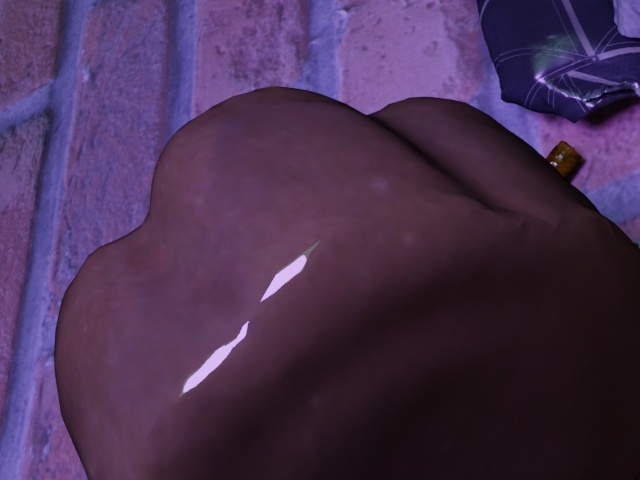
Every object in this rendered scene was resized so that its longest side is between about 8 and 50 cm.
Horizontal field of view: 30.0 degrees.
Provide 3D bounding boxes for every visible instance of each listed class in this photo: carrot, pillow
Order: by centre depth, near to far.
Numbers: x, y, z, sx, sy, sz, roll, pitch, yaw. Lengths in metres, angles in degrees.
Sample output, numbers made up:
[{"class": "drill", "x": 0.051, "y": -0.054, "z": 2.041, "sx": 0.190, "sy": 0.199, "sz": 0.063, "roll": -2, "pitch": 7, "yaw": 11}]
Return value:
[{"class": "carrot", "x": 0.202, "y": -0.029, "z": 1.199, "sx": 0.171, "sy": 0.042, "sz": 0.042, "roll": -51, "pitch": 41, "yaw": -1}, {"class": "pillow", "x": 0.248, "y": -0.250, "z": 1.276, "sx": 0.161, "sy": 0.092, "sz": 0.335, "roll": -24, "pitch": 48, "yaw": 21}]

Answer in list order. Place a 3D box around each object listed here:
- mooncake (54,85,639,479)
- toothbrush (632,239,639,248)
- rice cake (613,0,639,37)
[{"class": "mooncake", "x": 0.032, "y": 0.112, "z": 0.943, "sx": 0.467, "sy": 0.467, "sz": 0.262, "roll": -48, "pitch": 40, "yaw": 4}, {"class": "toothbrush", "x": 0.253, "y": 0.032, "z": 1.117, "sx": 0.418, "sy": 0.040, "sz": 0.042, "roll": -34, "pitch": 23, "yaw": 24}, {"class": "rice cake", "x": 0.338, "y": -0.284, "z": 1.203, "sx": 0.063, "sy": 0.069, "sz": 0.206, "roll": 5, "pitch": 45, "yaw": 24}]
